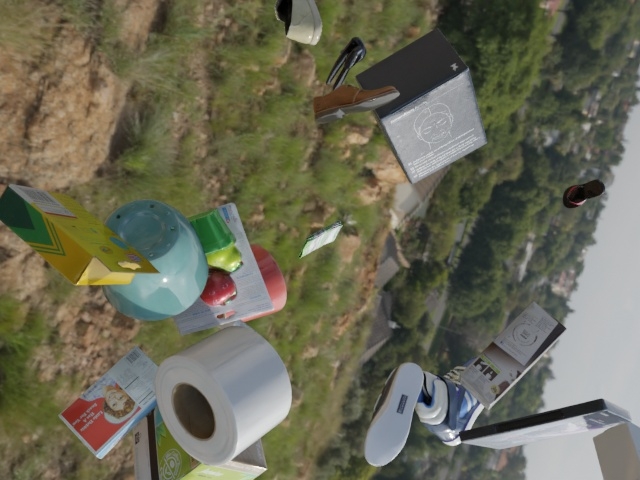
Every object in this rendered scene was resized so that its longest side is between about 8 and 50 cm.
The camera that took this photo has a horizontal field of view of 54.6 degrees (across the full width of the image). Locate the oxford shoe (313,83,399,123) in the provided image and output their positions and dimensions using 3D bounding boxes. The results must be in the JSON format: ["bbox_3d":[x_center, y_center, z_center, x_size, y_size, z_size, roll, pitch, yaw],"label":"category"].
[{"bbox_3d":[0.082,-0.345,1.489,0.076,0.212,0.076,38,41,-78],"label":"oxford shoe"}]

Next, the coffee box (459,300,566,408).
[{"bbox_3d":[0.538,0.328,1.755,0.297,0.119,0.168,-44,157,-5],"label":"coffee box"}]

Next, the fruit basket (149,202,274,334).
[{"bbox_3d":[-0.345,0.090,1.890,0.165,0.327,0.353,-74,144,-68],"label":"fruit basket"}]

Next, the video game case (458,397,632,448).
[{"bbox_3d":[0.432,0.358,1.192,0.196,0.274,0.026,28,45,-47],"label":"video game case"}]

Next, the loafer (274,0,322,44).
[{"bbox_3d":[-0.074,-0.615,1.580,0.092,0.268,0.102,-7,152,-27],"label":"loafer"}]

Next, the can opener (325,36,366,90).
[{"bbox_3d":[0.062,-0.470,1.658,0.073,0.059,0.186,-38,179,-34],"label":"can opener"}]

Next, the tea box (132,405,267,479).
[{"bbox_3d":[-0.364,0.580,1.816,0.323,0.329,0.220,-41,133,19],"label":"tea box"}]

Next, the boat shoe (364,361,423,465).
[{"bbox_3d":[0.199,0.488,1.765,0.102,0.108,0.301,140,-27,-74],"label":"boat shoe"}]

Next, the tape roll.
[{"bbox_3d":[-0.206,0.322,1.308,0.169,0.246,0.246,-23,127,-50],"label":"tape roll"}]

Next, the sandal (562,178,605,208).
[{"bbox_3d":[0.795,-0.142,1.904,0.040,0.067,0.179,-26,174,-19],"label":"sandal"}]

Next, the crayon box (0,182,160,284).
[{"bbox_3d":[-0.534,0.005,1.373,0.081,0.319,0.202,-55,165,6],"label":"crayon box"}]

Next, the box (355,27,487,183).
[{"bbox_3d":[0.330,-0.414,1.985,0.294,0.212,0.395,-29,148,7],"label":"box"}]

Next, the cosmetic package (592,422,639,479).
[{"bbox_3d":[0.773,0.582,1.542,0.117,0.086,0.231,-47,-159,38],"label":"cosmetic package"}]

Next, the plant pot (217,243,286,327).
[{"bbox_3d":[-0.296,0.181,2.259,0.243,0.275,0.274,-25,132,-33],"label":"plant pot"}]

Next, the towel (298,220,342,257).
[{"bbox_3d":[0.000,0.000,2.044,0.152,0.023,0.113,-29,158,-32],"label":"towel"}]

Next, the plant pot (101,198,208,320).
[{"bbox_3d":[-0.446,0.031,1.614,0.293,0.293,0.235,-61,172,-28],"label":"plant pot"}]

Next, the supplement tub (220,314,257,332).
[{"bbox_3d":[-0.258,0.293,1.978,0.107,0.071,0.071,44,61,-31],"label":"supplement tub"}]

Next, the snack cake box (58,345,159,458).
[{"bbox_3d":[-0.544,0.435,1.677,0.264,0.152,0.089,-43,169,-25],"label":"snack cake box"}]

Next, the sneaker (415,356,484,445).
[{"bbox_3d":[0.405,0.443,1.916,0.236,0.130,0.322,50,58,-28],"label":"sneaker"}]
